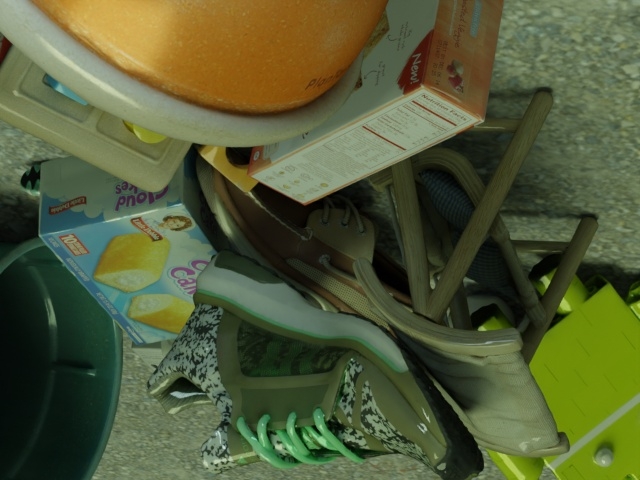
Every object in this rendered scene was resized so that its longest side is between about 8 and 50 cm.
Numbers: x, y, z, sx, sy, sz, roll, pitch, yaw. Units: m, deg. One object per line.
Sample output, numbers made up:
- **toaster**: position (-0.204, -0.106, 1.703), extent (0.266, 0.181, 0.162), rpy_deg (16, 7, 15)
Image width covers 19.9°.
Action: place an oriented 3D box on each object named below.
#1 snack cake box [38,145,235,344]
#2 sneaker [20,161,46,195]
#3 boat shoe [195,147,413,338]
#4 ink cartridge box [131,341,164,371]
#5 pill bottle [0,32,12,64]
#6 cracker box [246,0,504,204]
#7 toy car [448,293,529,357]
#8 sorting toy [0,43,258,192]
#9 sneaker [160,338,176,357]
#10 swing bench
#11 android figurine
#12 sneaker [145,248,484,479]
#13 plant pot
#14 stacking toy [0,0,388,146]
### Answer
- **snack cake box**: position (-0.165, 0.004, 1.859), extent (0.152, 0.089, 0.264), rpy_deg (-11, 150, 13)
- **sneaker**: position (-0.256, -0.050, 1.879), extent (0.098, 0.038, 0.069), rpy_deg (-1, 151, 25)
- **boat shoe**: position (0.000, 0.000, 1.819), extent (0.116, 0.123, 0.324), rpy_deg (-36, 127, 13)
- **ink cartridge box**: position (-0.144, 0.136, 2.186), extent (0.109, 0.063, 0.150), rpy_deg (0, 152, 22)
- **pill bottle**: position (-0.294, -0.171, 1.544), extent (0.222, 0.124, 0.124), rpy_deg (11, 155, -10)
- **cracker box**: position (0.043, -0.137, 1.444), extent (0.067, 0.155, 0.232), rpy_deg (27, 150, -29)
- **toy car**: position (0.219, 0.137, 1.979), extent (0.182, 0.159, 0.136), rpy_deg (4, -171, 17)
- **sorting toy**: position (-0.155, -0.147, 1.498), extent (0.348, 0.196, 0.047), rpy_deg (27, -168, -29)
- **sneaker**: position (-0.038, 0.109, 2.030), extent (0.292, 0.118, 0.110), rpy_deg (6, 152, 6)
- **swing bench**: position (0.139, 0.035, 1.643), extent (0.165, 0.254, 0.253), rpy_deg (2, 153, 19)
- **android figurine**: position (0.275, 0.153, 1.875), extent (0.273, 0.248, 0.056), rpy_deg (53, -179, -14)
- **sneaker**: position (-0.016, 0.157, 1.632), extent (0.410, 0.182, 0.158), rpy_deg (25, 161, 52)
- **plant pot**: position (-0.453, 0.140, 2.059), extent (0.334, 0.341, 0.341), rpy_deg (9, 156, 26)
- **stacking toy**: position (0.012, -0.310, 1.038), extent (0.351, 0.350, 0.480), rpy_deg (27, 132, -29)
